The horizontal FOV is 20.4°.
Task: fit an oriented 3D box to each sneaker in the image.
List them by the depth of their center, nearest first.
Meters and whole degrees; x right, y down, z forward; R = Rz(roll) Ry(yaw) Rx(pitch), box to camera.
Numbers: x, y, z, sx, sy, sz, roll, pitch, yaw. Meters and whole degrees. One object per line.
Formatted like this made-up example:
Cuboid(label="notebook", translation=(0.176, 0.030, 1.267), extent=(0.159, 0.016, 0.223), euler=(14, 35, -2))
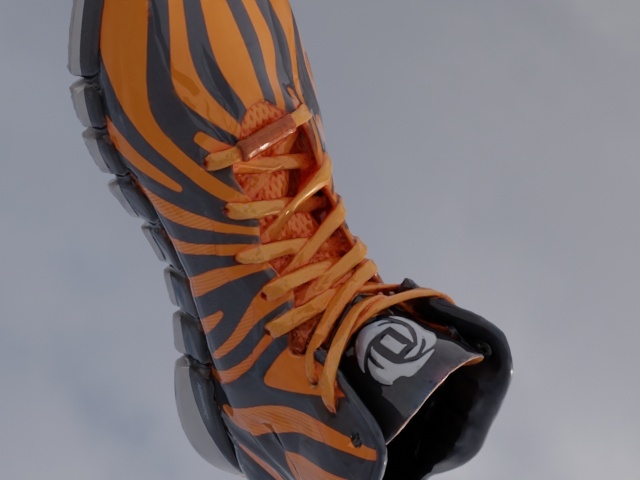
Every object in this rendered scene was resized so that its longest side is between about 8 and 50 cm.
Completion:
Cuboid(label="sneaker", translation=(0.000, 0.000, 0.805), extent=(0.124, 0.321, 0.180), euler=(-33, -146, -26))
